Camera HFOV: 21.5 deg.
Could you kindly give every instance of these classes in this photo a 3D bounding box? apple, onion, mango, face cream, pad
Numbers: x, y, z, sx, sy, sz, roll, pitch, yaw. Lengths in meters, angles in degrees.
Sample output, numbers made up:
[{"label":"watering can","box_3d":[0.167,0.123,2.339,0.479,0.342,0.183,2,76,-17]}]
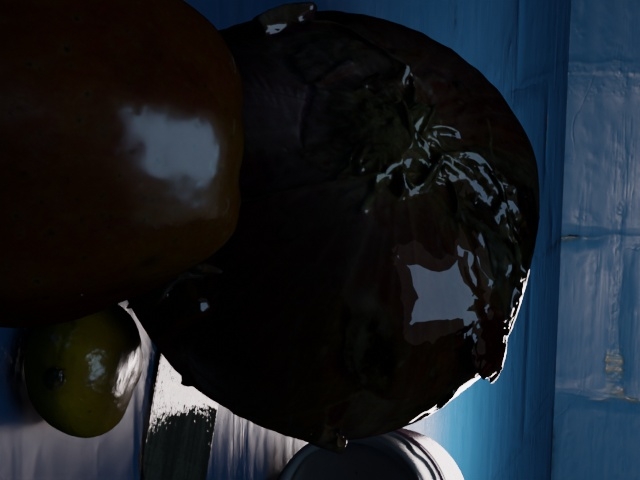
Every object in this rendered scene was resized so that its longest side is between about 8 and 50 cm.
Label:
[{"label":"apple","box_3d":[-0.159,-0.056,0.927,0.234,0.234,0.234,4,90,-73]},{"label":"onion","box_3d":[-0.002,-0.015,1.257,0.353,0.353,0.354,4,90,-73]},{"label":"mango","box_3d":[-0.163,0.092,1.219,0.187,0.066,0.101,46,50,-79]},{"label":"face cream","box_3d":[0.054,0.280,1.768,0.195,0.175,0.175,26,69,-73]},{"label":"pad","box_3d":[-0.065,0.125,1.546,0.323,0.055,0.250,27,67,-53]}]
